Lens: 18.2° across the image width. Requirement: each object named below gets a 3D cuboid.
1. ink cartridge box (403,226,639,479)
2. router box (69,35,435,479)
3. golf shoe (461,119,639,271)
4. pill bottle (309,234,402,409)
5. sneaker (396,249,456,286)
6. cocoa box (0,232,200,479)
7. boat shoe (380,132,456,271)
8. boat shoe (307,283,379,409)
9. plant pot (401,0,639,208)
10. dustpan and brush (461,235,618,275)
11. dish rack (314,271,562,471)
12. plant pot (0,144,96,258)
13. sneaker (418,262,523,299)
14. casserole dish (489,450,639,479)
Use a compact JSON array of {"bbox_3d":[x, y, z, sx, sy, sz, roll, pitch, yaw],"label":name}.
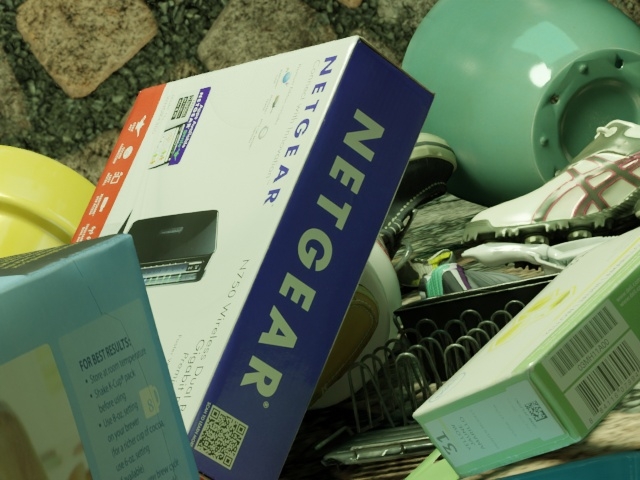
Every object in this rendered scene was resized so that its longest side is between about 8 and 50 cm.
[{"bbox_3d":[0.119,0.073,1.157,0.171,0.056,0.235,-40,6,-33],"label":"ink cartridge box"},{"bbox_3d":[-0.091,0.027,1.472,0.301,0.082,0.335,-8,54,54],"label":"router box"},{"bbox_3d":[0.266,-0.044,1.901,0.272,0.120,0.105,-12,-23,14],"label":"golf shoe"},{"bbox_3d":[-0.014,0.049,1.671,0.161,0.161,0.283,-15,6,1],"label":"pill bottle"},{"bbox_3d":[0.107,0.035,2.132,0.083,0.031,0.035,-15,-9,-36],"label":"sneaker"},{"bbox_3d":[-0.232,0.155,0.945,0.228,0.231,0.347,-12,7,27],"label":"cocoa box"},{"bbox_3d":[0.000,0.000,2.088,0.186,0.156,0.500,-22,2,33],"label":"boat shoe"},{"bbox_3d":[-0.028,0.110,1.475,0.190,0.068,0.072,-44,22,12],"label":"boat shoe"},{"bbox_3d":[0.267,-0.152,2.282,0.293,0.293,0.235,-17,22,-16],"label":"plant pot"},{"bbox_3d":[0.226,0.019,1.804,0.211,0.060,0.147,-12,7,32],"label":"dustpan and brush"},{"bbox_3d":[0.118,0.089,1.404,0.208,0.074,0.271,-13,7,26],"label":"dish rack"},{"bbox_3d":[-0.293,0.086,1.673,0.254,0.254,0.239,-13,30,19],"label":"plant pot"},{"bbox_3d":[0.143,0.050,1.659,0.098,0.083,0.223,-11,5,-4],"label":"sneaker"},{"bbox_3d":[0.098,0.154,1.047,0.188,0.037,0.114,-15,6,11],"label":"casserole dish"}]
